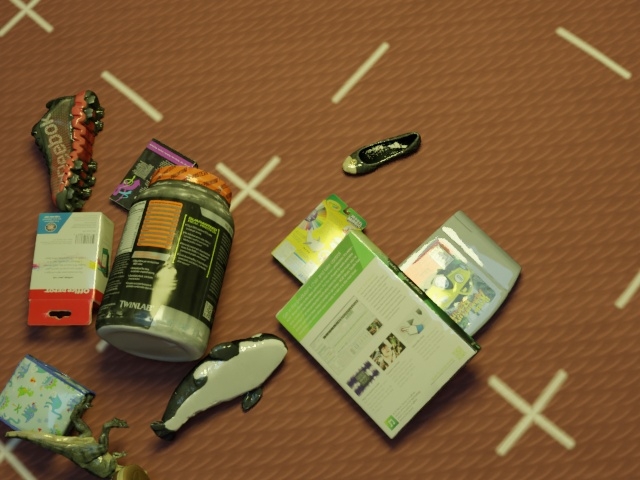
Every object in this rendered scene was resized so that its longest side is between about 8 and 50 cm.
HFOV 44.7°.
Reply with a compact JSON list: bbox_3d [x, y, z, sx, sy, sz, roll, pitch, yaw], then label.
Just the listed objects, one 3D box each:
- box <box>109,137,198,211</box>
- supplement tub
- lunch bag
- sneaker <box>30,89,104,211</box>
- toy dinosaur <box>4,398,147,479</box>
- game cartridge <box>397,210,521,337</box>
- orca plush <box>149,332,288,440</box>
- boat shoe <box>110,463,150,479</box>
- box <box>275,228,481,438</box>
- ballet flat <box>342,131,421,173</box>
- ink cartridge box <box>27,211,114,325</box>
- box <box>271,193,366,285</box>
[{"bbox_3d":[-0.349,-0.122,1.633,0.116,0.029,0.162,30,76,14],"label":"box"},{"bbox_3d":[-0.281,0.042,1.470,0.207,0.207,0.337,8,65,7],"label":"supplement tub"},{"bbox_3d":[-0.529,0.306,1.478,0.151,0.096,0.128,29,77,3],"label":"lunch bag"},{"bbox_3d":[-0.541,-0.186,1.634,0.135,0.097,0.276,0,70,5],"label":"sneaker"},{"bbox_3d":[-0.422,0.363,1.414,0.268,0.064,0.118,28,86,-11],"label":"toy dinosaur"},{"bbox_3d":[0.236,0.103,1.502,0.294,0.060,0.196,-43,78,-9],"label":"game cartridge"},{"bbox_3d":[-0.198,0.265,1.487,0.287,0.102,0.151,-48,120,0],"label":"orca plush"},{"bbox_3d":[-0.339,0.572,1.364,0.123,0.123,0.341,-14,85,12],"label":"boat shoe"},{"bbox_3d":[0.101,0.169,1.445,0.322,0.058,0.232,45,105,15],"label":"box"},{"bbox_3d":[0.124,-0.185,1.602,0.173,0.049,0.057,-23,71,-3],"label":"ballet flat"},{"bbox_3d":[-0.498,0.063,1.560,0.134,0.078,0.231,-1,72,5],"label":"ink cartridge box"},{"bbox_3d":[0.000,0.000,1.559,0.105,0.043,0.179,43,83,16],"label":"box"}]
